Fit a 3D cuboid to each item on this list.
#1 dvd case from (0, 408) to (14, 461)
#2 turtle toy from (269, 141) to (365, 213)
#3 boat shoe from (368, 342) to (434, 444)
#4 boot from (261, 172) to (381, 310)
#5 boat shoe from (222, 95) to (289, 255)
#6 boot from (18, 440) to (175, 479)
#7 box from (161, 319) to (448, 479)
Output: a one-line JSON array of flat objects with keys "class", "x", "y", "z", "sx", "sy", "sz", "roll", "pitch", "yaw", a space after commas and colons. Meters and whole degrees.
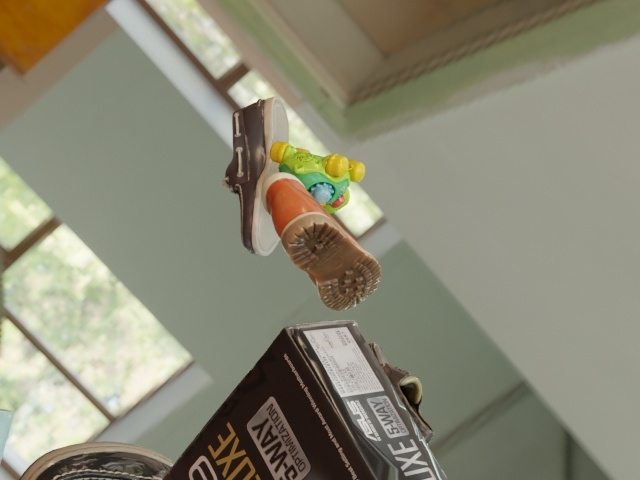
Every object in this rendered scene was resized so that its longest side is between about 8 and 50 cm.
[{"class": "dvd case", "x": -0.343, "y": 0.217, "z": 1.366, "sx": 0.013, "sy": 0.087, "sz": 0.119, "roll": 15, "pitch": -92, "yaw": 37}, {"class": "turtle toy", "x": -0.002, "y": -0.067, "z": 1.617, "sx": 0.130, "sy": 0.095, "sz": 0.066, "roll": 13, "pitch": 91, "yaw": -65}, {"class": "boat shoe", "x": 0.108, "y": 0.216, "z": 1.977, "sx": 0.073, "sy": 0.080, "sz": 0.223, "roll": -33, "pitch": -145, "yaw": 11}, {"class": "boot", "x": 0.000, "y": 0.000, "z": 1.233, "sx": 0.059, "sy": 0.158, "sz": 0.085, "roll": -36, "pitch": -127, "yaw": 1}, {"class": "boat shoe", "x": -0.079, "y": -0.072, "z": 1.666, "sx": 0.065, "sy": 0.075, "sz": 0.206, "roll": -7, "pitch": -119, "yaw": 20}, {"class": "boot", "x": -0.113, "y": 0.345, "z": 1.474, "sx": 0.284, "sy": 0.377, "sz": 0.138, "roll": 28, "pitch": -93, "yaw": 52}, {"class": "box", "x": 0.010, "y": 0.251, "z": 1.060, "sx": 0.076, "sy": 0.307, "sz": 0.242, "roll": -3, "pitch": 143, "yaw": -44}]
